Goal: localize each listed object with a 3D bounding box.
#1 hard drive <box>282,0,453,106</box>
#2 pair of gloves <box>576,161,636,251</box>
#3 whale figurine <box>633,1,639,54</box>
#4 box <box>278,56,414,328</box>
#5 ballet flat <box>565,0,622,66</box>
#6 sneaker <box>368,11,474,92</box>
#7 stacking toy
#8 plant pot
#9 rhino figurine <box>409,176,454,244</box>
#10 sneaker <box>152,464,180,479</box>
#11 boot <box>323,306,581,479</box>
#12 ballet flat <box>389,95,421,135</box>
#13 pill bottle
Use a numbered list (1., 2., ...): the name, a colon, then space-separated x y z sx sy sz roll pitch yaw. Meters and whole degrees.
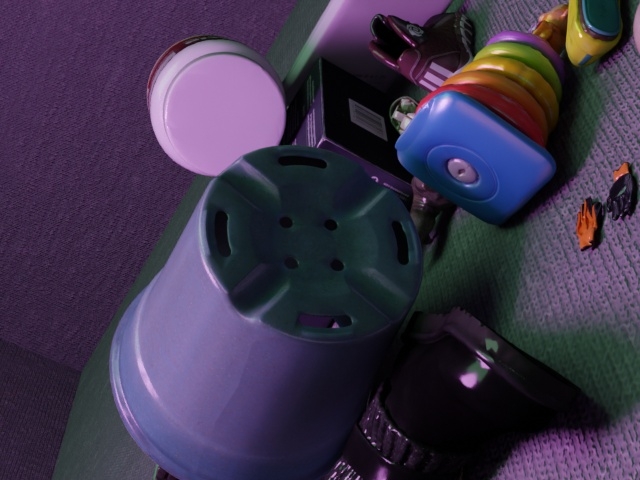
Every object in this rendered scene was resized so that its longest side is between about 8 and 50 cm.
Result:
1. hard drive: 0.073 -0.333 1.907 0.307 0.203 0.040 -53 47 50
2. pair of gloves: 0.285 -0.033 1.114 0.083 0.010 0.074 -47 21 39
3. whale figurine: 0.388 -0.203 0.890 0.272 0.141 0.216 -39 16 -3
4. box: -0.003 -0.075 1.805 0.312 0.179 0.343 -55 17 25
5. ballet flat: 0.321 -0.298 1.318 0.077 0.077 0.231 109 175 -57
6. sneaker: 0.149 -0.319 1.727 0.106 0.162 0.281 -57 17 23
7. stacking toy: 0.233 -0.185 1.329 0.302 0.166 0.175 -55 0 -28
8. plant pot: -0.053 0.085 1.304 0.334 0.341 0.341 120 168 -53
9. rhino figurine: 0.159 -0.078 1.481 0.106 0.073 0.243 -134 69 -83
10. sneaker: -0.205 0.305 1.833 0.146 0.134 0.343 -142 60 -71
11. boot: 0.106 0.208 1.075 0.260 0.131 0.348 -59 4 -7
12. ballet flat: 0.144 -0.170 1.687 0.072 0.068 0.213 -60 16 13
13. pill bottle: -0.177 -0.230 1.876 0.224 0.224 0.392 -62 15 6
